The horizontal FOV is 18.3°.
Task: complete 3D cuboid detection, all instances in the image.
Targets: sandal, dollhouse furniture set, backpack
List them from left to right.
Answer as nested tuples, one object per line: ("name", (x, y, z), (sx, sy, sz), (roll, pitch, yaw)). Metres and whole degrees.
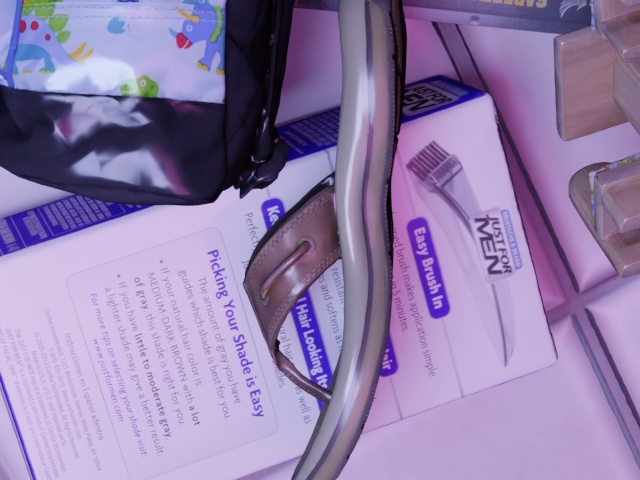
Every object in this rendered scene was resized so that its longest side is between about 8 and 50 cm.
("backpack", (-0.117, -0.220, 1.072), (0.273, 0.290, 0.355), (13, 100, -2))
("sandal", (0.000, -0.001, 1.144), (0.086, 0.120, 0.302), (4, 94, 2))
("dollhouse furniture set", (0.240, -0.136, 1.148), (0.242, 0.161, 0.212), (-18, 136, -9))

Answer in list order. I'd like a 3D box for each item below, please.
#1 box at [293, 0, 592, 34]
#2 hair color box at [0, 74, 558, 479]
("box", (0.102, -0.217, 1.175), (0.231, 0.056, 0.183), (6, 127, 2))
("hair color box", (-0.039, 0.037, 1.245), (0.339, 0.110, 0.185), (-18, 106, -9))
